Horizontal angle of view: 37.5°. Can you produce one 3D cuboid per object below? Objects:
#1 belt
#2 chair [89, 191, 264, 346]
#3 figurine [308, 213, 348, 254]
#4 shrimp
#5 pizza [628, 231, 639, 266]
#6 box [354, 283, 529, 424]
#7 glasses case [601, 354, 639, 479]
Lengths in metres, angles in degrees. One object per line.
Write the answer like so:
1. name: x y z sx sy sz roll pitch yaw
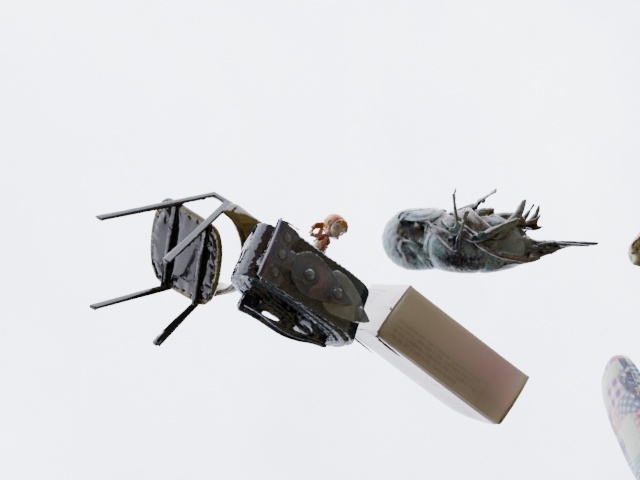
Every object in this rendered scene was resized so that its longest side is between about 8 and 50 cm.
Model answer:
1. belt: -0.033 0.079 1.361 0.218 0.122 0.129 35 -118 -29
2. chair: -0.195 0.027 1.411 0.247 0.172 0.159 -31 -40 -51
3. figurine: 0.000 0.000 1.532 0.109 0.047 0.064 -50 -38 -21
4. shrimp: 0.274 -0.015 1.611 0.172 0.372 0.137 21 -118 -63
5. pizza: 0.698 -0.070 1.768 0.297 0.071 0.189 -53 -13 23
6. box: 0.177 0.179 1.521 0.251 0.203 0.106 38 -101 -9
7. glasses case: 0.647 0.372 1.931 0.076 0.327 0.125 -2 -53 -4
